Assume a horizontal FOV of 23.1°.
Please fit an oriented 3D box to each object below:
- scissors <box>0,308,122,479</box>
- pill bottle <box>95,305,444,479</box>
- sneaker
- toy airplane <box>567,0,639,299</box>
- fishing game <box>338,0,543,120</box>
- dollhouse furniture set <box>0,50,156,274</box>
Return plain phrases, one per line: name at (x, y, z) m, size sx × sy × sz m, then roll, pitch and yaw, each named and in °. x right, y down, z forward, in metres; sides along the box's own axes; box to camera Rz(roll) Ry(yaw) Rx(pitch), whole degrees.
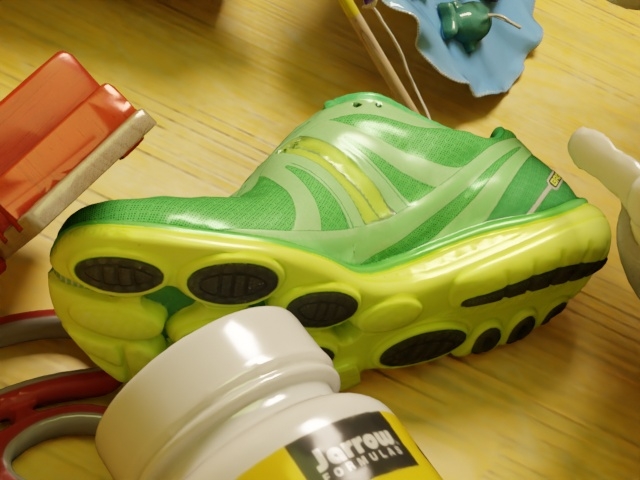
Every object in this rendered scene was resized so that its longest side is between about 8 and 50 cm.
scissors at (-0.203, 0.100, 0.634) m, size 0.297 × 0.021 × 0.109 m, roll -15°, pitch 60°, yaw -28°
pill bottle at (0.006, 0.135, 0.605) m, size 0.119 × 0.119 × 0.208 m, roll -22°, pitch 63°, yaw -33°
sneaker at (0.000, 0.000, 0.739) m, size 0.295 × 0.109 × 0.123 m, roll -5°, pitch 50°, yaw -36°
toy airplane at (0.254, -0.127, 0.780) m, size 0.272 × 0.384 × 0.386 m, roll 17°, pitch 33°, yaw 10°
fishing game at (0.081, -0.176, 0.887) m, size 0.189 × 0.041 × 0.264 m, roll 61°, pitch 39°, yaw -17°
dollhouse furniture set at (-0.195, -0.107, 0.654) m, size 0.259 × 0.135 × 0.262 m, roll 47°, pitch 67°, yaw -7°
